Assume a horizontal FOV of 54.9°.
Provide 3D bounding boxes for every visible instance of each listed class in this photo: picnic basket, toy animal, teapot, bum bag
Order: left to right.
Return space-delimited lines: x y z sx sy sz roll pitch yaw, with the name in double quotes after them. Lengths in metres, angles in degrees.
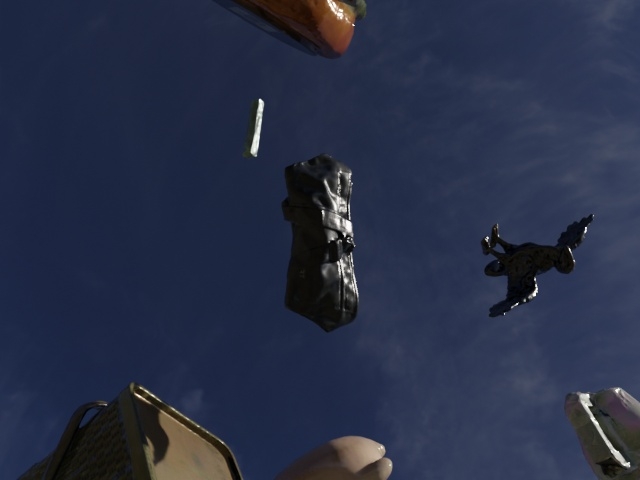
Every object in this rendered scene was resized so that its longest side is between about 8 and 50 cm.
-0.139 0.261 0.500 0.139 0.266 0.165 -41 -53 -1 "picnic basket"
-0.007 0.483 0.981 0.345 0.277 0.246 -31 -110 -3 "toy animal"
0.000 0.000 1.044 0.137 0.074 0.309 4 -105 -26 "bum bag"
0.234 0.022 0.694 0.108 0.220 0.062 15 -49 40 "toy animal"
0.554 0.382 1.188 0.222 0.178 0.163 -7 -43 -25 "teapot"

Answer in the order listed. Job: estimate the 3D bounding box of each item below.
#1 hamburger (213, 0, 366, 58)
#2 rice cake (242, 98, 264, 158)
-0.046 -0.454 0.960 0.330 0.330 0.250 28 -79 -7 "hamburger"
-0.120 -0.200 1.107 0.022 0.121 0.021 -11 -28 34 "rice cake"
